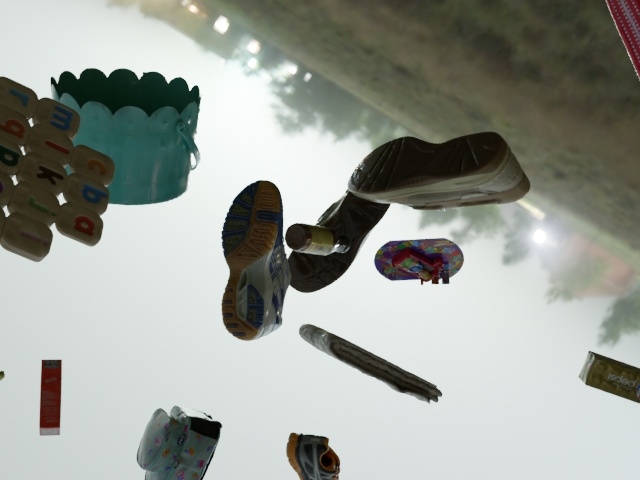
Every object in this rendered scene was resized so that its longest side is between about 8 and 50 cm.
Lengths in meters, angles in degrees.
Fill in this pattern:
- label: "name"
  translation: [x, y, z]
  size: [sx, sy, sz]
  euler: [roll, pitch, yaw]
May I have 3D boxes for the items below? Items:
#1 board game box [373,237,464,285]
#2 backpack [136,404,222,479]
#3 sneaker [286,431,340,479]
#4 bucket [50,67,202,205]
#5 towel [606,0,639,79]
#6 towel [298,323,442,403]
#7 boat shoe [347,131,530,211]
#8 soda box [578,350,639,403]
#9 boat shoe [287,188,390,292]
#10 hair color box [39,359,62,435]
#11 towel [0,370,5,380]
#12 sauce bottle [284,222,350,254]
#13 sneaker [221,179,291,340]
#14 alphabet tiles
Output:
- label: "board game box"
  translation: [0.184, 0.049, 1.913]
  size: [0.169, 0.033, 0.133]
  euler: [-3, 144, 6]
- label: "backpack"
  translation: [-0.307, 0.453, 2.174]
  size: [0.144, 0.188, 0.166]
  euler: [17, 177, -24]
- label: "sneaker"
  translation: [0.004, 0.454, 2.021]
  size: [0.084, 0.083, 0.215]
  euler: [-80, -27, -42]
- label: "bucket"
  translation: [-0.345, -0.187, 1.822]
  size: [0.281, 0.183, 0.281]
  euler: [6, -158, -3]
- label: "towel"
  translation: [0.427, -0.280, 1.168]
  size: [0.198, 0.031, 0.275]
  euler: [70, 157, 7]
- label: "towel"
  translation: [0.097, 0.250, 2.072]
  size: [0.282, 0.049, 0.187]
  euler: [29, 174, -21]
- label: "boat shoe"
  translation: [0.178, -0.091, 1.645]
  size: [0.110, 0.121, 0.341]
  euler: [44, 156, -30]
- label: "soda box"
  translation: [0.606, 0.278, 2.023]
  size: [0.181, 0.061, 0.058]
  euler: [19, -172, -3]
- label: "boat shoe"
  translation: [0.041, -0.019, 1.997]
  size: [0.109, 0.302, 0.098]
  euler: [38, -155, -2]
- label: "hair color box"
  translation: [-0.546, 0.318, 2.079]
  size: [0.043, 0.141, 0.072]
  euler: [1, 157, -14]
- label: "towel"
  translation: [-0.544, 0.212, 1.402]
  size: [0.237, 0.102, 0.021]
  euler: [-3, -110, -68]
- label: "sauce bottle"
  translation: [0.000, 0.000, 1.452]
  size: [0.042, 0.042, 0.128]
  euler: [35, -165, 32]
- label: "sneaker"
  translation: [-0.111, 0.035, 1.908]
  size: [0.112, 0.296, 0.131]
  euler: [12, -173, 28]
- label: "alphabet tiles"
  translation: [-0.431, -0.106, 1.467]
  size: [0.278, 0.021, 0.284]
  euler: [25, -134, -27]
